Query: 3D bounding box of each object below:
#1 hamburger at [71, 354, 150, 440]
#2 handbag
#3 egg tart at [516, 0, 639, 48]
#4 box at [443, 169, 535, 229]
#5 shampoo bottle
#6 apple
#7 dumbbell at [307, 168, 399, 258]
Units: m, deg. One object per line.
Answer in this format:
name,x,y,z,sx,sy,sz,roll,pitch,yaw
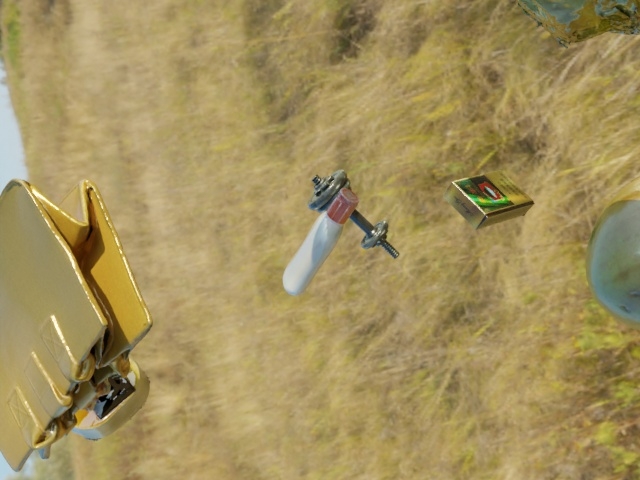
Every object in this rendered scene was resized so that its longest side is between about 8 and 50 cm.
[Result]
hamburger,-0.495,0.350,1.649,0.173,0.210,0.116,44,157,-2
handbag,-0.395,0.129,1.038,0.401,0.133,0.283,-49,61,33
egg tart,0.357,-0.383,1.078,0.295,0.116,0.295,41,-164,-14
box,0.502,-0.122,2.149,0.159,0.240,0.071,52,136,26
shampoo bottle,0.000,0.000,1.339,0.221,0.051,0.108,-57,11,28
apple,0.712,0.038,1.460,0.305,0.338,0.339,-48,53,44
dumbbell,0.077,-0.050,1.555,0.254,0.110,0.110,42,172,-13
